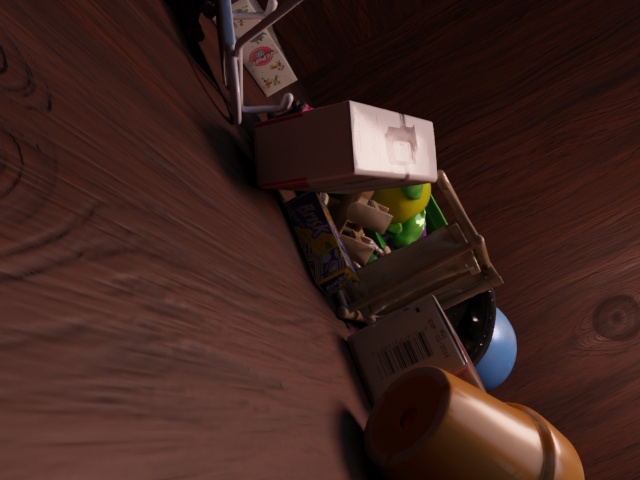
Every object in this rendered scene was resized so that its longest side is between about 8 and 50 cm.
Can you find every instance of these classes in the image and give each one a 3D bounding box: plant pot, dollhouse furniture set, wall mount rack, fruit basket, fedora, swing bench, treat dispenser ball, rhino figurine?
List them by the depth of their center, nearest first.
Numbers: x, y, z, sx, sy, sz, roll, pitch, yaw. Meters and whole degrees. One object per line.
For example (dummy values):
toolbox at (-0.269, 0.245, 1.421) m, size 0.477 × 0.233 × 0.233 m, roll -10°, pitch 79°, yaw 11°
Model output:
plant pot at (0.158, 0.249, 0.720) m, size 0.188 × 0.205 × 0.205 m, roll 43°, pitch 13°, yaw -18°
rhino figurine at (-0.225, -0.419, 0.915) m, size 0.243 × 0.073 × 0.106 m, roll 59°, pitch 10°, yaw -50°
wall mount rack at (-0.092, -0.365, 0.952) m, size 0.304 × 0.130 × 0.350 m, roll 112°, pitch -30°, yaw -67°
swing bench at (0.160, 0.052, 1.084) m, size 0.255 × 0.253 × 0.165 m, roll 46°, pitch 19°, yaw -54°
dollhouse furniture set at (0.054, -0.113, 1.284) m, size 0.161 × 0.242 × 0.212 m, roll 21°, pitch 22°, yaw -17°
fruit basket at (0.180, -0.123, 1.558) m, size 0.392 × 0.282 × 0.392 m, roll 27°, pitch -53°, yaw 42°
fedora at (0.300, 0.194, 1.642) m, size 0.334 × 0.334 × 0.152 m, roll 60°, pitch -24°, yaw -9°
treat dispenser ball at (0.426, 0.309, 1.836) m, size 0.288 × 0.288 × 0.288 m, roll 60°, pitch 8°, yaw -14°

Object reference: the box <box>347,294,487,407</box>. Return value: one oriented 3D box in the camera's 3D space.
box at (0.160, 0.208, 0.975) m, size 0.232 × 0.148 × 0.127 m, roll 50°, pitch 14°, yaw -54°

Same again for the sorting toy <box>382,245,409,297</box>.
sorting toy at (0.148, 0.146, 1.313) m, size 0.208 × 0.038 × 0.193 m, roll 95°, pitch -20°, yaw -45°

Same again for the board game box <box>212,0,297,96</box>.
board game box at (-0.184, -0.523, 1.494) m, size 0.303 × 0.097 × 0.224 m, roll 46°, pitch 19°, yaw -59°

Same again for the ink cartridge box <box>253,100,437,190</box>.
ink cartridge box at (0.044, -0.129, 0.934) m, size 0.237 × 0.171 × 0.100 m, roll -3°, pitch 88°, yaw -53°

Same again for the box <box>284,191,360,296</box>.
box at (0.000, 0.000, 0.985) m, size 0.054 × 0.059 × 0.169 m, roll 53°, pitch 11°, yaw -53°

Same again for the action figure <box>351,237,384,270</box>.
action figure at (0.130, 0.068, 1.440) m, size 0.232 × 0.137 × 0.063 m, roll 46°, pitch -10°, yaw -31°

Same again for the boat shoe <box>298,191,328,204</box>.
boat shoe at (-0.021, -0.097, 1.244) m, size 0.049 × 0.056 × 0.152 m, roll 43°, pitch 14°, yaw -25°

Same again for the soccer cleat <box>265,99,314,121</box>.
soccer cleat at (-0.037, -0.171, 1.138) m, size 0.143 × 0.116 × 0.331 m, roll 63°, pitch 8°, yaw -15°
